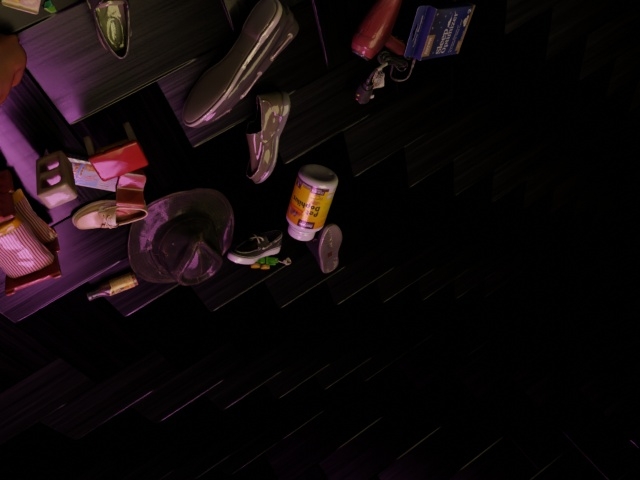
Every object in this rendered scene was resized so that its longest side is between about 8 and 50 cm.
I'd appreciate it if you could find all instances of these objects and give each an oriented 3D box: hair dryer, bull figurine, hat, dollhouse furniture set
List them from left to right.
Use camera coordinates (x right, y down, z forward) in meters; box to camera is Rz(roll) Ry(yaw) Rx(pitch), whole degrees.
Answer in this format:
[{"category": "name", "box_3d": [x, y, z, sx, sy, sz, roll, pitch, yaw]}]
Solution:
[{"category": "bull figurine", "box_3d": [-0.568, -0.233, 0.829, 0.101, 0.310, 0.188, 39, 117, -19]}, {"category": "dollhouse furniture set", "box_3d": [-0.520, -0.064, 1.094, 0.375, 0.152, 0.201, -23, 141, -8]}, {"category": "hat", "box_3d": [-0.345, 0.027, 1.401, 0.332, 0.134, 0.331, -23, 140, -21]}, {"category": "hair dryer", "box_3d": [0.165, -0.516, 1.357, 0.224, 0.080, 0.293, -39, 152, -29]}]

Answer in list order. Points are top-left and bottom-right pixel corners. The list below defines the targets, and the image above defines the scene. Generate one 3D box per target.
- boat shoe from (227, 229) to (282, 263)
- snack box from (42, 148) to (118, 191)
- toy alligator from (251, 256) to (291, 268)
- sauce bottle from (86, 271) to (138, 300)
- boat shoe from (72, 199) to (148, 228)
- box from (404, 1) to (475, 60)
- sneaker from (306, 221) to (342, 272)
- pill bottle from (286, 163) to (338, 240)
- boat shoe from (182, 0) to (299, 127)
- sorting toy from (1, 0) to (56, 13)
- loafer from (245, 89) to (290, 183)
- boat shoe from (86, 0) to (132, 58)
[{"category": "boat shoe", "box_3d": [-0.189, 0.011, 1.547, 0.219, 0.078, 0.070, -22, 136, -58]}, {"category": "snack box", "box_3d": [-0.516, -0.151, 1.161, 0.178, 0.022, 0.064, 9, 124, -45]}, {"category": "toy alligator", "box_3d": [-0.176, 0.063, 1.655, 0.051, 0.056, 0.190, -13, 165, 40]}, {"category": "sauce bottle", "box_3d": [-0.550, 0.123, 1.398, 0.128, 0.042, 0.042, -23, 140, -20]}, {"category": "boat shoe", "box_3d": [-0.491, -0.059, 1.245, 0.170, 0.059, 0.063, -20, 139, -25]}, {"category": "box", "box_3d": [0.321, -0.561, 1.418, 0.225, 0.036, 0.136, -24, 142, -37]}, {"category": "sneaker", "box_3d": [0.000, 0.000, 1.674, 0.083, 0.118, 0.222, -25, 147, -22]}, {"category": "pill bottle", "box_3d": [-0.031, -0.107, 1.545, 0.117, 0.117, 0.214, -10, 133, -34]}, {"category": "boat shoe", "box_3d": [-0.170, -0.369, 1.160, 0.335, 0.112, 0.096, -49, 146, 14]}, {"category": "sorting toy", "box_3d": [-0.496, -0.422, 0.908, 0.083, 0.012, 0.062, 2, 126, -41]}, {"category": "loafer", "box_3d": [-0.151, -0.261, 1.321, 0.088, 0.094, 0.251, 3, 122, -28]}, {"category": "boat shoe", "box_3d": [-0.379, -0.435, 0.944, 0.080, 0.073, 0.223, -22, 140, -23]}]
